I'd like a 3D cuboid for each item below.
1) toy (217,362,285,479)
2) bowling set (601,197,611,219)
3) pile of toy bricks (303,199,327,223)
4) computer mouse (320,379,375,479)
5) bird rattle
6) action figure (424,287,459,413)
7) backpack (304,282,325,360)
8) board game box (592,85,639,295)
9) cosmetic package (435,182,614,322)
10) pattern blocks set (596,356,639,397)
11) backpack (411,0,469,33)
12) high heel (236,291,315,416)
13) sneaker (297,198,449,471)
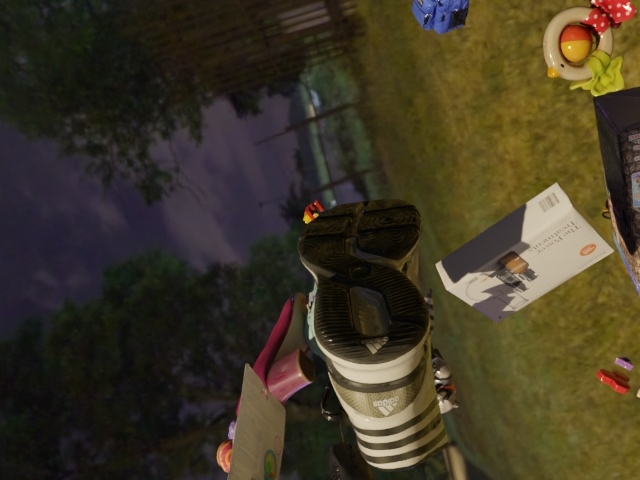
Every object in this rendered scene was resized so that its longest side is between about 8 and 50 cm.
[{"bbox_3d":[-0.105,0.307,1.038,0.137,0.056,0.237,60,-158,-43],"label":"toy"},{"bbox_3d":[0.650,-0.164,1.453,0.200,0.287,0.154,58,-159,-15],"label":"bowling set"},{"bbox_3d":[0.000,0.000,2.064,0.212,0.105,0.118,52,-163,-21],"label":"pile of toy bricks"},{"bbox_3d":[0.043,0.314,1.211,0.242,0.071,0.041,-102,21,-46],"label":"computer mouse"},{"bbox_3d":[0.606,-0.453,1.709,0.143,0.206,0.254,-126,33,-69],"label":"bird rattle"},{"bbox_3d":[0.276,0.286,1.956,0.341,0.178,0.330,118,135,-66],"label":"action figure"},{"bbox_3d":[0.078,0.179,1.664,0.225,0.191,0.254,29,-144,-23],"label":"backpack"},{"bbox_3d":[0.564,-0.092,1.263,0.232,0.141,0.291,-69,-35,-64],"label":"board game box"},{"bbox_3d":[0.536,0.045,1.982,0.284,0.377,0.097,30,-148,-44],"label":"cosmetic package"},{"bbox_3d":[0.854,0.385,1.829,0.285,0.324,0.026,-10,-54,-47],"label":"pattern blocks set"},{"bbox_3d":[0.230,-0.460,1.427,0.098,0.101,0.120,58,162,22],"label":"backpack"},{"bbox_3d":[-0.099,0.245,1.700,0.127,0.181,0.377,54,-165,-14],"label":"high heel"},{"bbox_3d":[0.069,0.126,1.009,0.447,0.169,0.258,-84,-14,-64],"label":"sneaker"}]
